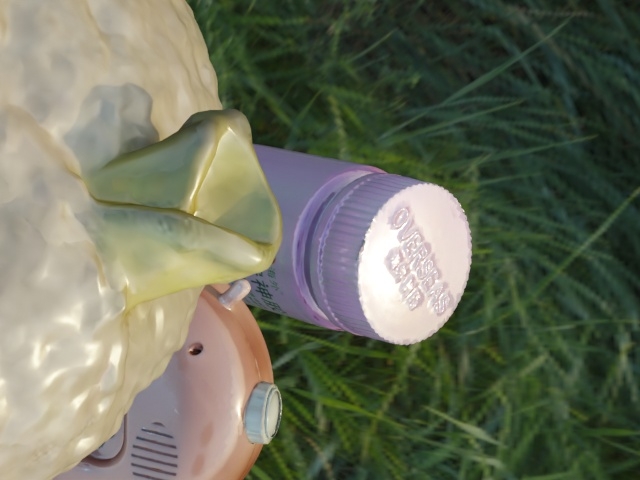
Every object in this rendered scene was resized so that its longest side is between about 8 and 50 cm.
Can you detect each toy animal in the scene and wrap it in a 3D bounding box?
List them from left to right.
[{"bbox_3d":[-0.145,-0.040,0.531,0.226,0.188,0.358,16,49,-20],"label":"toy animal"}]

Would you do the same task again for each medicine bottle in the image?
[{"bbox_3d":[0.000,0.000,1.614,0.178,0.291,0.178,-13,109,-42],"label":"medicine bottle"}]

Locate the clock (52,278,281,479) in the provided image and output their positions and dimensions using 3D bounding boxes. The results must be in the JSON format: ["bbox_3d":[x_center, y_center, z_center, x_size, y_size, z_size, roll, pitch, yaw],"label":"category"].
[{"bbox_3d":[-0.149,0.117,1.158,0.241,0.142,0.227,8,102,19],"label":"clock"}]
